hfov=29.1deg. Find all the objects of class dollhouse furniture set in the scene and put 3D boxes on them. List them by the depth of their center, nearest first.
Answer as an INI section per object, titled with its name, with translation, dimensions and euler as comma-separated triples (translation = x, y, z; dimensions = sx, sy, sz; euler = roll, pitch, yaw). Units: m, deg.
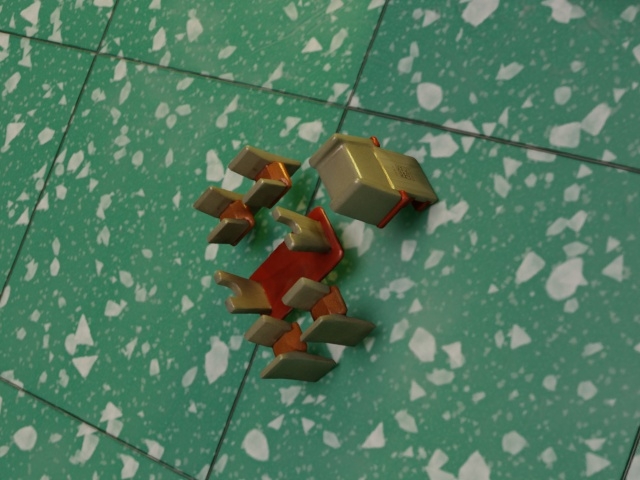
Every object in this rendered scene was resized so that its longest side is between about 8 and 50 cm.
[dollhouse furniture set]
translation = 0.000, 0.000, 1.453
dimensions = 0.259, 0.135, 0.262
euler = -46, 52, 29
